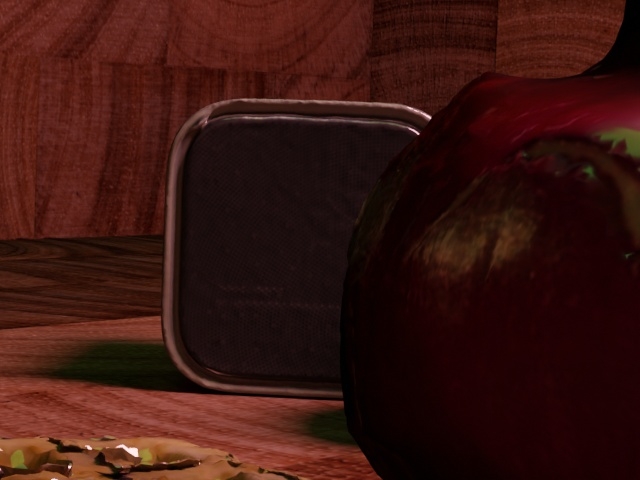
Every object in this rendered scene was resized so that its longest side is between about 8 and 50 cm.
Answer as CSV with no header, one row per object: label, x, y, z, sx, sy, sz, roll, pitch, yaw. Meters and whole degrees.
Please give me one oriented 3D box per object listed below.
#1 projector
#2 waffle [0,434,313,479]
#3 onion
projector,0.000,0.000,1.555,0.248,0.248,0.249,2,4,4
waffle,-0.056,0.141,0.490,0.261,0.114,0.376,3,3,-35
onion,0.216,-0.026,0.855,0.398,0.420,0.398,13,3,-1
